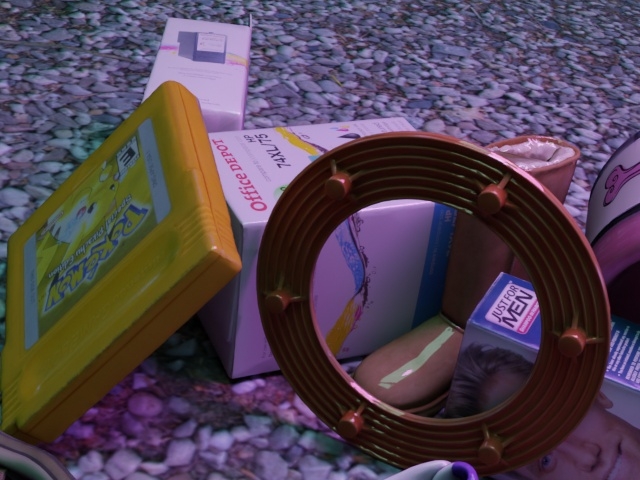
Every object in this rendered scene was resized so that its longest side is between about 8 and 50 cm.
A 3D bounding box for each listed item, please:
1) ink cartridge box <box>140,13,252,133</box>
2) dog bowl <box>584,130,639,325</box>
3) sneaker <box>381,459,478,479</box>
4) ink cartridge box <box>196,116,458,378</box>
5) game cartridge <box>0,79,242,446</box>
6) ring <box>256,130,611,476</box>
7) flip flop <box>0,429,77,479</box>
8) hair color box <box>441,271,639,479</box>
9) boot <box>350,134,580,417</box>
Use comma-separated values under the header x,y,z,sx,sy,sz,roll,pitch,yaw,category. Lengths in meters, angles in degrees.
x,y,z,sx,sy,sz,roll,pitch,yaw,category
-0.158,-0.154,1.321,0.119,0.207,0.353,6,31,-5,ink cartridge box
0.432,0.068,0.975,0.408,0.408,0.150,21,53,19,dog bowl
0.145,0.249,0.814,0.282,0.161,0.102,1,32,-15,sneaker
0.000,0.000,1.129,0.270,0.197,0.198,-8,35,-23,ink cartridge box
-0.213,0.013,1.013,0.053,0.285,0.323,39,17,-32,game cartridge
0.087,0.069,0.914,0.337,0.336,0.032,20,28,17,ring
-0.261,0.208,0.845,0.277,0.112,0.080,28,63,23,flip flop
0.294,0.180,0.943,0.347,0.173,0.105,22,36,20,hair color box
0.139,0.037,1.038,0.236,0.269,0.089,-19,42,-37,boot
